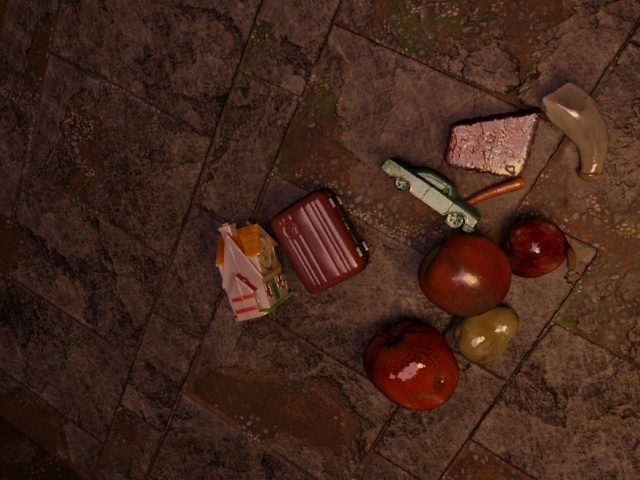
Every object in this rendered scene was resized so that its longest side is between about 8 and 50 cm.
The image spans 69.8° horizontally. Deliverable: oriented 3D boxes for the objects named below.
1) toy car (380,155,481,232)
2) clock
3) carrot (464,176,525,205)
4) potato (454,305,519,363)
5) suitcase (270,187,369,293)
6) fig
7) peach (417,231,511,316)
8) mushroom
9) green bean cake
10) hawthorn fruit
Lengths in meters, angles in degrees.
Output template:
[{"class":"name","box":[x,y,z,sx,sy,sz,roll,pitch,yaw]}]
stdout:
[{"class":"toy car","box":[0.326,-0.145,1.329,0.321,0.141,0.097,38,113,12]},{"class":"clock","box":[-0.228,0.078,1.523,0.166,0.235,0.309,-16,96,20]},{"class":"carrot","box":[0.501,-0.140,1.344,0.190,0.037,0.037,-20,95,25]},{"class":"potato","box":[0.502,0.271,1.373,0.194,0.157,0.157,-43,87,20]},{"class":"suitcase","box":[0.000,0.000,1.469,0.236,0.161,0.297,-28,93,21]},{"class":"fig","box":[0.625,0.018,1.280,0.207,0.175,0.175,-1,102,4]},{"class":"peach","box":[0.411,0.101,1.310,0.252,0.252,0.252,4,103,17]},{"class":"mushroom","box":[0.693,-0.288,1.213,0.118,0.103,0.270,-31,97,21]},{"class":"green bean cake","box":[0.473,-0.283,1.285,0.233,0.097,0.198,10,106,16]},{"class":"hawthorn fruit","box":[0.291,0.391,1.414,0.300,0.275,0.275,37,111,-4]}]
